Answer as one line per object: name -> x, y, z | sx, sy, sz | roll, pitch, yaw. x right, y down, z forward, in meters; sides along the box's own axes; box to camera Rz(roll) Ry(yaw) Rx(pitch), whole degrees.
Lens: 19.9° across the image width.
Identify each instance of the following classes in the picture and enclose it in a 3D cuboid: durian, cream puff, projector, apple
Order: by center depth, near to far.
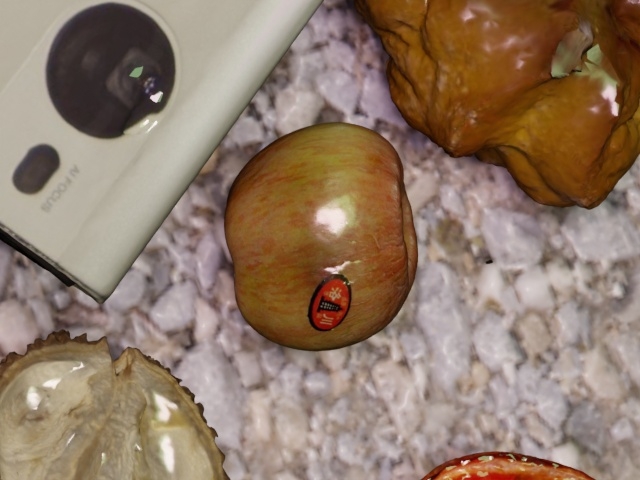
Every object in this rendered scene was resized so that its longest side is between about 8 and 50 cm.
projector -> -0.151, -0.149, 0.890 | 0.248, 0.248, 0.249 | 39, 83, -27
durian -> -0.133, 0.144, 0.962 | 0.148, 0.091, 0.188 | 30, 52, -7
apple -> 0.000, -0.003, 1.011 | 0.102, 0.126, 0.126 | -5, 81, 9
cream puff -> 0.124, -0.148, 1.057 | 0.241, 0.155, 0.269 | -12, 77, -21

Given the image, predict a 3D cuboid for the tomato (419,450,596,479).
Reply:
tomato -> 0.102, 0.198, 1.027 | 0.155, 0.069, 0.156 | 4, 76, -14
